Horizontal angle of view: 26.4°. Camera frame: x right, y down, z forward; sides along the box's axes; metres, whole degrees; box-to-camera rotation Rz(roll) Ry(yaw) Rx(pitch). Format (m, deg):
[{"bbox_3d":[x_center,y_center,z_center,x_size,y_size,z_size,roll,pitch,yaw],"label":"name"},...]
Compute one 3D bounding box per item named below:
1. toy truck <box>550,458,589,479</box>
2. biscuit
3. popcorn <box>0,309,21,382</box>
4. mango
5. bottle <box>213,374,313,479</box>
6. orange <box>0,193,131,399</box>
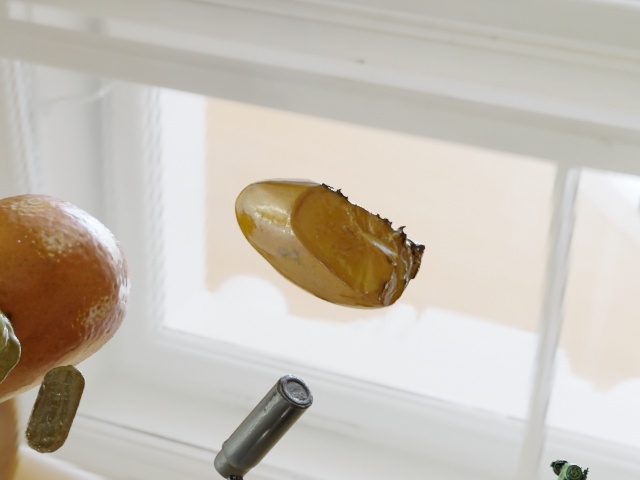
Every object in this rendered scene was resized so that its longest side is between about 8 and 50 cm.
[{"bbox_3d":[0.407,0.446,2.291,0.154,0.078,0.080,-64,7,-5],"label":"toy truck"},{"bbox_3d":[-0.412,0.261,2.120,0.018,0.071,0.147,73,-150,-62],"label":"biscuit"},{"bbox_3d":[-0.621,0.099,1.982,0.334,0.294,0.292,4,-109,-62],"label":"popcorn"},{"bbox_3d":[0.000,0.000,1.730,0.126,0.252,0.154,-60,-15,-20],"label":"mango"},{"bbox_3d":[-0.105,0.331,2.387,0.072,0.082,0.244,8,-47,-38],"label":"bottle"},{"bbox_3d":[-0.541,0.094,2.367,0.326,0.424,0.424,60,-160,4],"label":"orange"}]
